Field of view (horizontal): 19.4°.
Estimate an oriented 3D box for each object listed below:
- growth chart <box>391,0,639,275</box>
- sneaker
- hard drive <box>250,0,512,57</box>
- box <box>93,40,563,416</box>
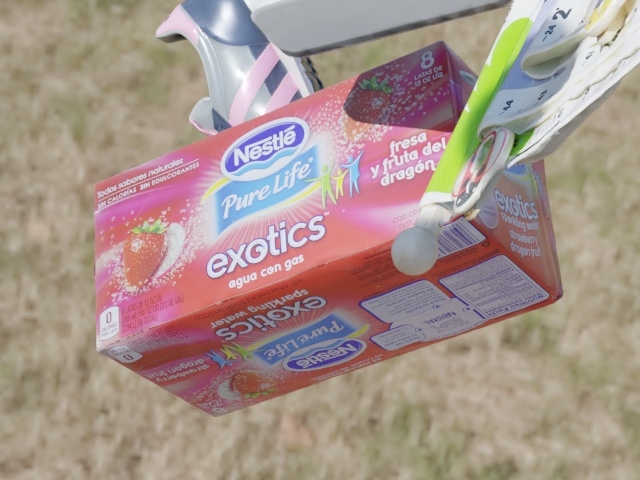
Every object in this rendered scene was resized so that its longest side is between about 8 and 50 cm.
[{"bbox_3d":[0.103,-0.100,0.554,0.021,0.237,0.172,30,56,-8],"label":"growth chart"},{"bbox_3d":[-0.050,-0.106,1.828,0.131,0.319,0.112,-26,-11,9],"label":"sneaker"},{"bbox_3d":[0.111,-0.226,0.984,0.307,0.040,0.203,-53,23,-23],"label":"hard drive"},{"bbox_3d":[0.000,0.000,1.125,0.128,0.257,0.122,37,40,-48],"label":"box"}]
